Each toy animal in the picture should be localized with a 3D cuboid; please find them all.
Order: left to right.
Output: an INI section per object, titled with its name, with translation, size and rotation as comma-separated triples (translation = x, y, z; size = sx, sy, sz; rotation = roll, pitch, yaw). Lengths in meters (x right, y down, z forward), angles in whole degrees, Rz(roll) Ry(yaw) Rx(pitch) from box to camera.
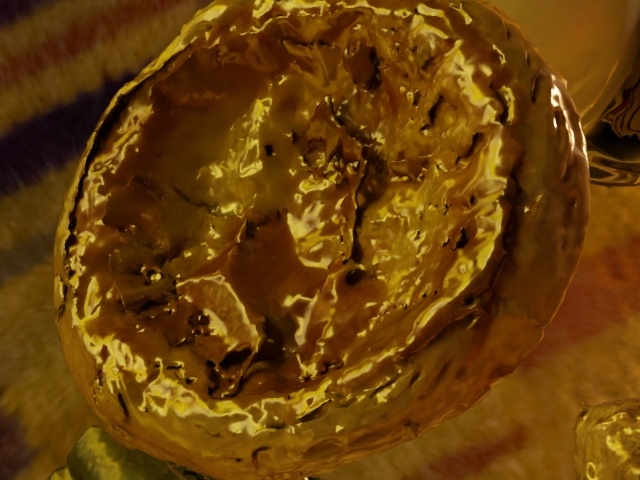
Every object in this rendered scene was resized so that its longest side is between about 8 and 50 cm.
[toy animal]
translation = 0.178, -0.157, 1.288
size = 0.310, 0.251, 0.251
rotation = -6, 89, -25

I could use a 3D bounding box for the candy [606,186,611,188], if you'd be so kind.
[candy]
translation = 0.201, -0.098, 1.543
size = 0.182, 0.046, 0.053
rotation = 23, 127, -3

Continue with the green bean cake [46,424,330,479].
[green bean cake]
translation = -0.109, 0.347, 1.493
size = 0.335, 0.218, 0.319
rotation = 22, 100, -35

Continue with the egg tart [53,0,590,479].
[egg tart]
translation = 0.000, 0.000, 0.868
size = 0.290, 0.115, 0.290
rotation = -13, 58, 22

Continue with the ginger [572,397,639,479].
[ginger]
translation = 0.350, 0.223, 1.306
size = 0.375, 0.236, 0.166
rotation = 12, 95, -31
